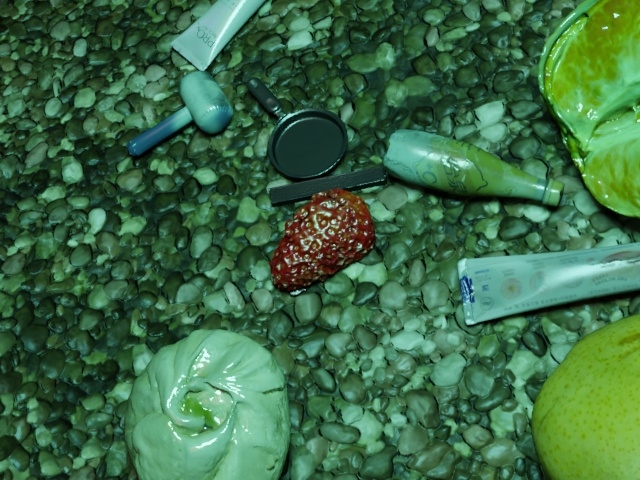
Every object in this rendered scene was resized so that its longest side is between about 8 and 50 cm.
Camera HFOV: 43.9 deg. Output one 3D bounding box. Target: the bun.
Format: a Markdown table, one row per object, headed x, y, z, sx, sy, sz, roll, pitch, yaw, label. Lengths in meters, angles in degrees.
| x | y | z | sx | sy | sz | roll | pitch | yaw | label |
| --- | --- | --- | --- | --- | --- | --- | --- | --- | --- |
| -0.164 | 0.244 | 1.086 | 0.259 | 0.160 | 0.259 | -6 | 66 | 13 | bun |

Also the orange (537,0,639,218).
| x | y | z | sx | sy | sz | roll | pitch | yaw | label |
| --- | --- | --- | --- | --- | --- | --- | --- | --- | --- |
| 0.460 | -0.197 | 1.105 | 0.262 | 0.196 | 0.335 | -32 | 84 | 24 | orange |

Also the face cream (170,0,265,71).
| x | y | z | sx | sy | sz | roll | pitch | yaw | label |
| --- | --- | --- | --- | --- | --- | --- | --- | --- | --- |
| -0.162 | -0.420 | 1.450 | 0.092 | 0.058 | 0.244 | 41 | 86 | 21 | face cream |

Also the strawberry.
| x | y | z | sx | sy | sz | roll | pitch | yaw | label |
| --- | --- | --- | --- | --- | --- | --- | --- | --- | --- |
| 0.000 | 0.000 | 1.204 | 0.188 | 0.082 | 0.121 | -44 | 67 | -12 | strawberry |

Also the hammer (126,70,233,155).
| x | y | z | sx | sy | sz | roll | pitch | yaw | label |
| --- | --- | --- | --- | --- | --- | --- | --- | --- | --- |
| -0.250 | -0.205 | 1.366 | 0.193 | 0.069 | 0.116 | -33 | 64 | 2 | hammer |

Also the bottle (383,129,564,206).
| x | y | z | sx | sy | sz | roll | pitch | yaw | label |
| --- | --- | --- | --- | --- | --- | --- | --- | --- | --- |
| 0.230 | -0.102 | 1.197 | 0.269 | 0.083 | 0.083 | 18 | 71 | 16 | bottle |

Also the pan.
| x | y | z | sx | sy | sz | roll | pitch | yaw | label |
| --- | --- | --- | --- | --- | --- | --- | --- | --- | --- |
| -0.049 | -0.194 | 1.331 | 0.136 | 0.028 | 0.235 | -37 | 66 | -6 | pan |

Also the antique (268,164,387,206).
| x | y | z | sx | sy | sz | roll | pitch | yaw | label |
| --- | --- | --- | --- | --- | --- | --- | --- | --- | --- |
| 0.011 | -0.087 | 1.276 | 0.192 | 0.015 | 0.031 | -11 | 65 | 9 | antique |

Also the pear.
| x | y | z | sx | sy | sz | roll | pitch | yaw | label |
| --- | --- | --- | --- | --- | --- | --- | --- | --- | --- |
| 0.407 | 0.223 | 0.896 | 0.314 | 0.314 | 0.315 | -5 | 65 | 11 | pear |

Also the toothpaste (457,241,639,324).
| x | y | z | sx | sy | sz | roll | pitch | yaw | label |
| --- | --- | --- | --- | --- | --- | --- | --- | --- | --- |
| 0.358 | 0.049 | 1.110 | 0.323 | 0.066 | 0.100 | -9 | 69 | 14 | toothpaste |
